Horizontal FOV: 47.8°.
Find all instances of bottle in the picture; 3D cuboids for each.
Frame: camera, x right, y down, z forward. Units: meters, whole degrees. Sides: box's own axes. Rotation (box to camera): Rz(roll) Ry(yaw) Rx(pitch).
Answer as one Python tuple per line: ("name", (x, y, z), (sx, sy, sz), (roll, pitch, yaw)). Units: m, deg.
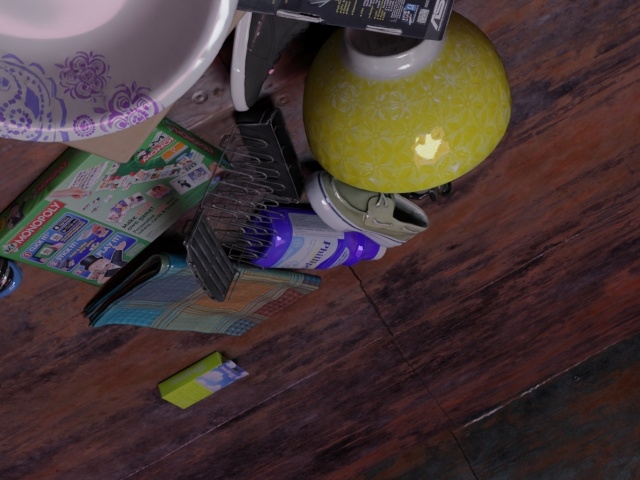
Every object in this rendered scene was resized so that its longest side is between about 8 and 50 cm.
("bottle", (0.000, 0.000, 1.352), (0.283, 0.092, 0.118), (4, 141, -38))

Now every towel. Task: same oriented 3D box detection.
("towel", (-0.213, 0.112, 1.362), (0.370, 0.040, 0.271), (12, 145, -44))

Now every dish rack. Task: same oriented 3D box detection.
("dish rack", (-0.115, -0.044, 1.098), (0.074, 0.271, 0.208), (10, 151, 19))

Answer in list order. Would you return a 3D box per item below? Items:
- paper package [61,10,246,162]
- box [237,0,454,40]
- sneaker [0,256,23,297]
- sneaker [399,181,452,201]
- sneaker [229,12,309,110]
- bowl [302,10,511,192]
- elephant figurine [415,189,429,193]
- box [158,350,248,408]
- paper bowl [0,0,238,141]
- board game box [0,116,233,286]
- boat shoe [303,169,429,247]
("paper package", (-0.273, -0.270, 0.733), (0.325, 0.168, 0.309), (18, 127, -46))
("box", (0.046, -0.402, 0.674), (0.318, 0.097, 0.394), (-9, 123, -43))
("sneaker", (-0.557, 0.072, 1.115), (0.188, 0.067, 0.078), (-26, 126, 2))
("sneaker", (0.216, -0.154, 1.258), (0.227, 0.130, 0.087), (-42, 146, 19))
("sneaker", (-0.034, -0.273, 0.911), (0.147, 0.104, 0.295), (5, 139, -11))
("bowl", (0.100, -0.222, 0.942), (0.290, 0.289, 0.156), (-26, 144, -1))
("elephant figurine", (0.134, -0.206, 1.118), (0.169, 0.239, 0.186), (-44, 171, 21))
("box", (-0.266, 0.317, 1.651), (0.178, 0.042, 0.109), (-29, 147, 4))
("paper bowl", (-0.209, -0.227, 0.536), (0.284, 0.148, 0.284), (-11, 136, -11))
("board game box", (-0.317, -0.060, 1.098), (0.317, 0.046, 0.213), (-38, 145, 17))
("boat shoe", (0.088, -0.066, 1.295), (0.094, 0.109, 0.302), (-26, 153, 29))
